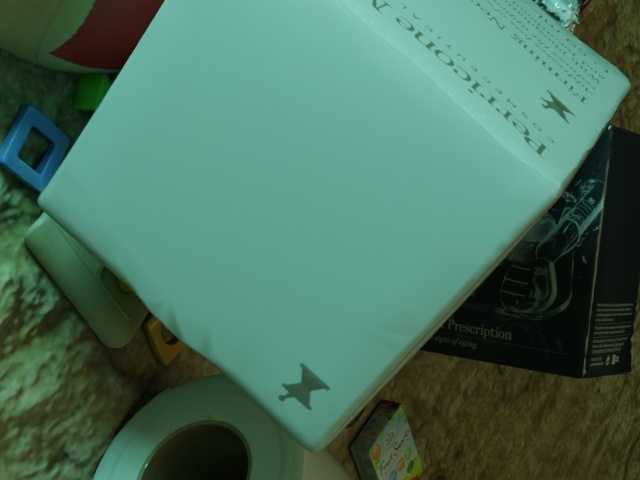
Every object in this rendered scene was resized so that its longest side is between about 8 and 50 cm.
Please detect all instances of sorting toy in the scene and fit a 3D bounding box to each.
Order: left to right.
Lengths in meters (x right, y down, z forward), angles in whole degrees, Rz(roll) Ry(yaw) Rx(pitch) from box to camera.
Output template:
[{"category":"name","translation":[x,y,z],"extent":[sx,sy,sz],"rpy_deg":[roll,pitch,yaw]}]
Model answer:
[{"category":"sorting toy","translation":[-0.187,-0.014,1.158],"extent":[0.196,0.047,0.347],"rpy_deg":[-59,140,-31]}]

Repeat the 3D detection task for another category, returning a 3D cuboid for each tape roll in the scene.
[{"category":"tape roll","translation":[-0.093,0.282,1.177],"extent":[0.246,0.246,0.169],"rpy_deg":[-64,142,-26]}]

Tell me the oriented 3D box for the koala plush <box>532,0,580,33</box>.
[{"category":"koala plush","translation":[0.209,-0.298,1.244],"extent":[0.203,0.221,0.196],"rpy_deg":[47,62,-43]}]

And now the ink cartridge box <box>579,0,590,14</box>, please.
[{"category":"ink cartridge box","translation":[0.296,-0.440,1.657],"extent":[0.309,0.130,0.272],"rpy_deg":[-50,135,-19]}]

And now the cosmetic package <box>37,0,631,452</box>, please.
[{"category":"cosmetic package","translation":[0.033,-0.091,1.052],"extent":[0.327,0.329,0.394],"rpy_deg":[-50,176,29]}]

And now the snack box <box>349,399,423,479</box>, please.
[{"category":"snack box","translation":[0.096,0.313,1.646],"extent":[0.100,0.037,0.141],"rpy_deg":[-51,134,-40]}]

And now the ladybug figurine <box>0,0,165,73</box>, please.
[{"category":"ladybug figurine","translation":[-0.156,-0.306,1.046],"extent":[0.449,0.162,0.305],"rpy_deg":[-26,117,-51]}]

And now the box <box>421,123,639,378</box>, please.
[{"category":"box","translation":[0.238,0.000,1.526],"extent":[0.179,0.343,0.312],"rpy_deg":[6,90,-56]}]

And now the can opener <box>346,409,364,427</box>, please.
[{"category":"can opener","translation":[0.074,0.112,1.434],"extent":[0.095,0.076,0.283],"rpy_deg":[-43,162,-49]}]
